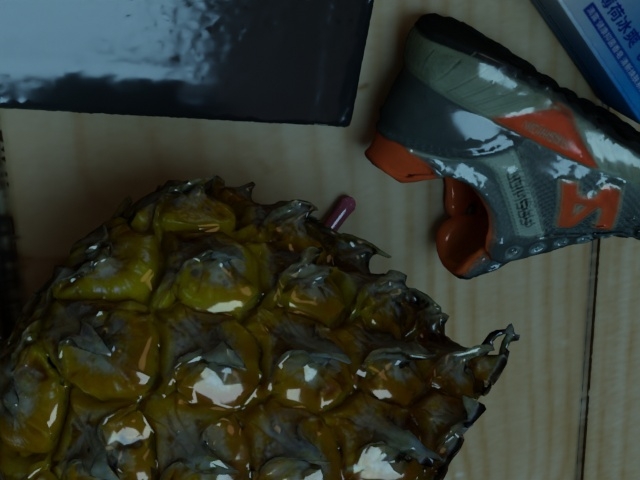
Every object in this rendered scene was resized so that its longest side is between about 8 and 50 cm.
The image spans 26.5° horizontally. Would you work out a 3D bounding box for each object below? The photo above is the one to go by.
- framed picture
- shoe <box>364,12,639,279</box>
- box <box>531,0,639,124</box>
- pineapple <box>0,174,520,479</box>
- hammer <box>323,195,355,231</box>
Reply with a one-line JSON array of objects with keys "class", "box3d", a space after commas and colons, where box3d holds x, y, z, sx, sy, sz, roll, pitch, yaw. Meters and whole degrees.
[{"class": "framed picture", "box3d": [-0.112, -0.206, 0.923, 0.339, 0.014, 0.255, 0, 112, -23]}, {"class": "shoe", "box3d": [0.171, -0.031, 1.059, 0.336, 0.132, 0.171, 26, 106, -28]}, {"class": "box", "box3d": [0.237, -0.204, 1.033, 0.139, 0.073, 0.194, -43, 122, 1]}, {"class": "pineapple", "box3d": [-0.063, 0.129, 0.909, 0.300, 0.352, 0.352, 36, 97, 7]}, {"class": "hammer", "box3d": [0.000, 0.000, 1.055, 0.052, 0.031, 0.083, 37, 89, -35]}]
